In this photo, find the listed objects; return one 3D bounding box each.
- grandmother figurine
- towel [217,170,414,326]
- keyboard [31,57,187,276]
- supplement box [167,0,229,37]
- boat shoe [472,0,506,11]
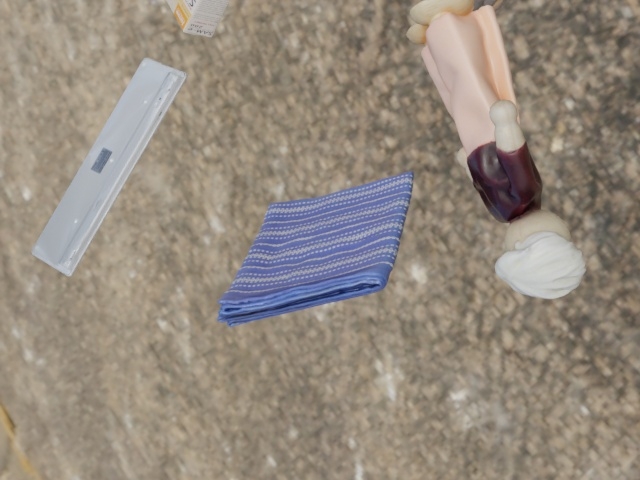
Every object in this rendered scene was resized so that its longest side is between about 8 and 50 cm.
[{"bbox_3d":[0.191,-0.099,1.126,0.208,0.104,0.342,36,-147,-79],"label":"grandmother figurine"},{"bbox_3d":[0.000,0.000,1.474,0.243,0.336,0.040,-14,115,18],"label":"towel"},{"bbox_3d":[-0.234,-0.084,1.158,0.072,0.256,0.014,25,173,40],"label":"keyboard"},{"bbox_3d":[-0.117,-0.267,1.074,0.098,0.036,0.062,-58,46,33],"label":"supplement box"},{"bbox_3d":[0.129,-0.452,1.477,0.355,0.132,0.130,39,-159,-31],"label":"boat shoe"}]
